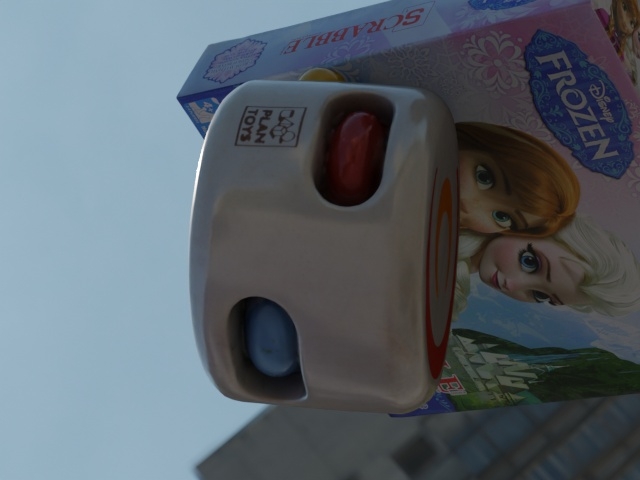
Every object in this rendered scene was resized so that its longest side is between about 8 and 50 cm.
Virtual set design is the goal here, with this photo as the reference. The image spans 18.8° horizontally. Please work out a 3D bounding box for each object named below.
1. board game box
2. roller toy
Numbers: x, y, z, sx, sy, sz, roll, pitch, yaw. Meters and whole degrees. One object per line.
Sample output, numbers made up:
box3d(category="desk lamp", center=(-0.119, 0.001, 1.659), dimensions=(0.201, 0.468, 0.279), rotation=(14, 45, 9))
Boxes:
box3d(category="board game box", center=(0.114, -0.022, 1.287), dimensions=(0.318, 0.318, 0.066), rotation=(56, -138, -29))
box3d(category="roller toy", center=(0.000, 0.000, 1.130), dimensions=(0.191, 0.146, 0.209), rotation=(-7, -80, -80))
